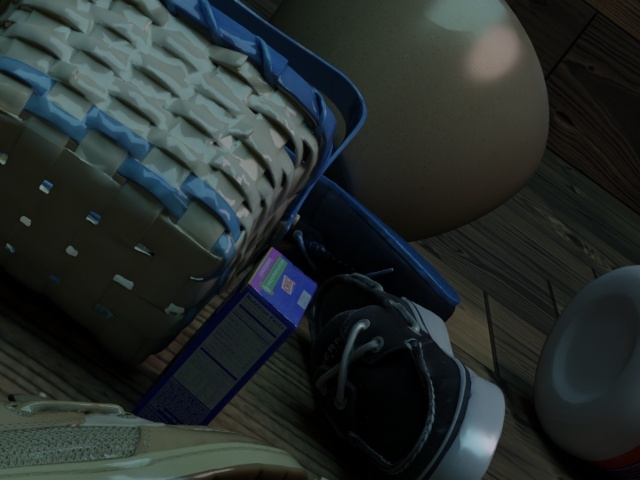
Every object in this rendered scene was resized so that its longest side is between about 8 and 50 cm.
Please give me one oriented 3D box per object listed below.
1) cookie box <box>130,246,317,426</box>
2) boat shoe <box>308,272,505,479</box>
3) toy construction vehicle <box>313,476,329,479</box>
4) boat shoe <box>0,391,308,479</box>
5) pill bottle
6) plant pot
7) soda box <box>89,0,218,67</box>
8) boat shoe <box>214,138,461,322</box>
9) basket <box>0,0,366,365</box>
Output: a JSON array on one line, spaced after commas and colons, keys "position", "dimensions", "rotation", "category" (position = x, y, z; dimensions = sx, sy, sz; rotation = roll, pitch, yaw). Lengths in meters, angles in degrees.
[{"position": [-0.054, 0.063, 0.933], "dimensions": [0.040, 0.107, 0.092], "rotation": [42, 14, -3], "category": "cookie box"}, {"position": [0.042, 0.093, 1.075], "dimensions": [0.102, 0.108, 0.301], "rotation": [33, 13, -14], "category": "boat shoe"}, {"position": [0.016, 0.177, 0.914], "dimensions": [0.086, 0.035, 0.098], "rotation": [25, 13, -3], "category": "toy construction vehicle"}, {"position": [-0.117, 0.106, 0.677], "dimensions": [0.098, 0.109, 0.302], "rotation": [46, 23, 27], "category": "boat shoe"}, {"position": [0.360, 0.163, 1.434], "dimensions": [0.323, 0.181, 0.181], "rotation": [29, 17, -26], "category": "pill bottle"}, {"position": [0.036, -0.106, 1.436], "dimensions": [0.284, 0.284, 0.191], "rotation": [40, 50, 13], "category": "plant pot"}, {"position": [-0.189, -0.209, 1.507], "dimensions": [0.092, 0.083, 0.263], "rotation": [19, 23, -47], "category": "soda box"}, {"position": [0.000, 0.000, 1.311], "dimensions": [0.258, 0.089, 0.109], "rotation": [39, 1, 27], "category": "boat shoe"}, {"position": [-0.115, -0.086, 1.013], "dimensions": [0.255, 0.201, 0.289], "rotation": [36, 45, -5], "category": "basket"}]
